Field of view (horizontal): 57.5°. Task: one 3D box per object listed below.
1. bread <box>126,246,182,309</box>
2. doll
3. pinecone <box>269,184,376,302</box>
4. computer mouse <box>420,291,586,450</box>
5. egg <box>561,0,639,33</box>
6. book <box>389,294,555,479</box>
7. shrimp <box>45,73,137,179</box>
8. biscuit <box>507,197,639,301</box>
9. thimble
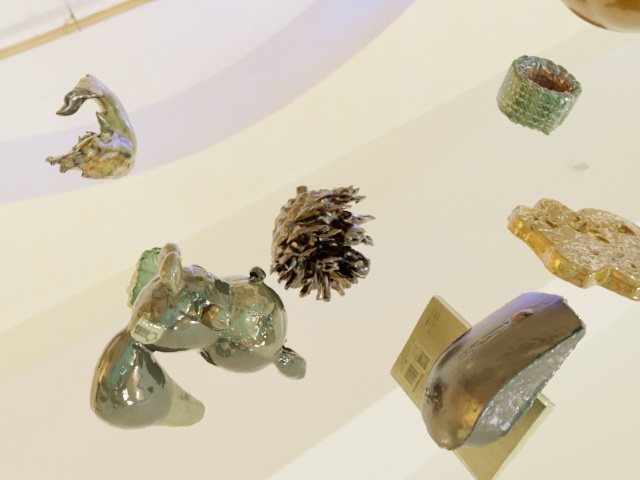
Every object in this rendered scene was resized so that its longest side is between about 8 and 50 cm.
[{"bbox_3d":[-0.388,0.096,1.346,0.110,0.103,0.156,-17,-129,66],"label":"bread"},{"bbox_3d":[-0.240,0.209,1.185,0.378,0.382,0.252,-47,-144,14],"label":"doll"},{"bbox_3d":[0.005,0.004,1.388,0.242,0.298,0.295,10,-110,-20],"label":"pinecone"},{"bbox_3d":[0.257,0.182,0.882,0.295,0.087,0.168,-49,-163,1],"label":"computer mouse"},{"bbox_3d":[0.381,-0.384,0.630,0.251,0.322,0.250,2,-122,-3],"label":"egg"},{"bbox_3d":[0.248,0.261,1.034,0.025,0.214,0.282,0,-144,-39],"label":"book"},{"bbox_3d":[-0.299,-0.154,0.786,0.059,0.145,0.254,-5,-175,4],"label":"shrimp"},{"bbox_3d":[0.351,0.009,0.736,0.249,0.035,0.184,-2,-142,-31],"label":"biscuit"},{"bbox_3d":[0.398,-0.268,1.069,0.135,0.090,0.118,37,-126,18],"label":"thimble"}]
